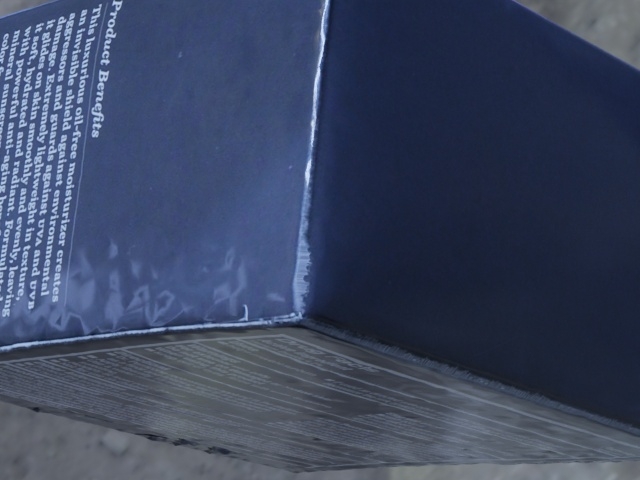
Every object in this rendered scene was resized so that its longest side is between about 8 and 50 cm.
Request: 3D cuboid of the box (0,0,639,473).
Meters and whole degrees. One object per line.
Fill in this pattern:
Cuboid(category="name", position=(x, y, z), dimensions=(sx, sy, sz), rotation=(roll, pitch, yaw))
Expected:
Cuboid(category="box", position=(0.000, 0.000, 0.867), dimensions=(0.296, 0.294, 0.182), rotation=(20, 71, -43))
